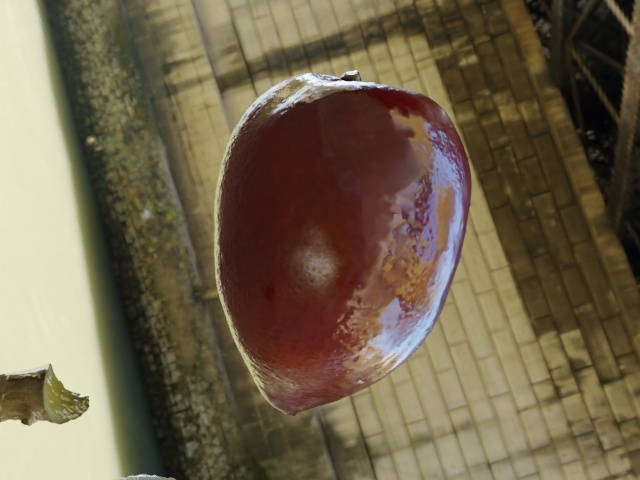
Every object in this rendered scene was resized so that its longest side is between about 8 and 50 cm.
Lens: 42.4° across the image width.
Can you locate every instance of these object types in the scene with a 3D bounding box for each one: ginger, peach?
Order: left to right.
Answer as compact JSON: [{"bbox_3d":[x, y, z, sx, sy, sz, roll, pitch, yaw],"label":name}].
[{"bbox_3d":[-0.258,0.128,0.667,0.044,0.137,0.058,112,-30,-54],"label":"ginger"},{"bbox_3d":[0.000,0.000,0.788,0.201,0.257,0.362,18,90,-73],"label":"peach"}]

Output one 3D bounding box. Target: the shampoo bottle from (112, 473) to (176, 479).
[{"bbox_3d":[-0.052,0.213,0.296,0.257,0.078,0.127,-112,-169,-46],"label":"shampoo bottle"}]
